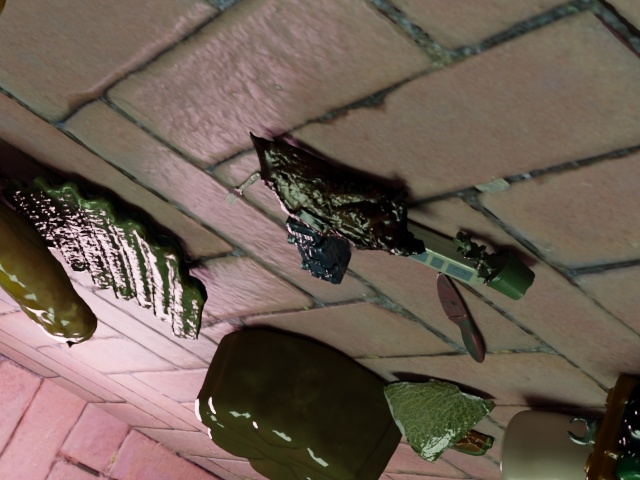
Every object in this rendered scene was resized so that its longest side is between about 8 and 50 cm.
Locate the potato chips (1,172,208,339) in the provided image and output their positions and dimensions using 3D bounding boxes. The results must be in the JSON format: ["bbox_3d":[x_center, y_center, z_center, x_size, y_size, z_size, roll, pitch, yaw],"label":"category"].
[{"bbox_3d":[-0.348,0.026,1.742,0.358,0.070,0.429,24,157,11],"label":"potato chips"}]

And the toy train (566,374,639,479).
[{"bbox_3d":[0.517,0.276,1.273,0.429,0.178,0.249,17,147,17],"label":"toy train"}]

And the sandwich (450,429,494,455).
[{"bbox_3d":[0.258,0.365,1.908,0.135,0.029,0.067,5,151,39],"label":"sandwich"}]

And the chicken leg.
[{"bbox_3d":[0.018,-0.047,1.204,0.234,0.063,0.105,24,129,10],"label":"chicken leg"}]

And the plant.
[{"bbox_3d":[0.195,0.025,1.207,0.102,0.051,0.051,34,157,-5],"label":"plant"}]

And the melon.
[{"bbox_3d":[0.196,0.299,1.734,0.202,0.139,0.093,3,171,38],"label":"melon"}]

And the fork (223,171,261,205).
[{"bbox_3d":[-0.099,-0.069,1.353,0.016,0.012,0.115,27,153,-15],"label":"fork"}]

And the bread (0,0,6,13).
[{"bbox_3d":[-0.310,-0.292,0.922,0.068,0.125,0.188,6,159,-7],"label":"bread"}]

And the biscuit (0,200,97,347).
[{"bbox_3d":[-0.531,-0.002,1.715,0.446,0.104,0.429,34,162,35],"label":"biscuit"}]

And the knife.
[{"bbox_3d":[0.191,0.105,1.432,0.035,0.018,0.247,15,153,31],"label":"knife"}]

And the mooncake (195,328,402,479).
[{"bbox_3d":[-0.047,0.324,1.913,0.378,0.200,0.378,21,156,10],"label":"mooncake"}]

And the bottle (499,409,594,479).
[{"bbox_3d":[0.400,0.332,1.555,0.236,0.147,0.147,-2,146,34],"label":"bottle"}]

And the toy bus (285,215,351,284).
[{"bbox_3d":[0.000,0.000,1.329,0.047,0.065,0.166,17,158,20],"label":"toy bus"}]

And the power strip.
[{"bbox_3d":[0.121,0.005,1.261,0.191,0.030,0.047,23,157,4],"label":"power strip"}]
